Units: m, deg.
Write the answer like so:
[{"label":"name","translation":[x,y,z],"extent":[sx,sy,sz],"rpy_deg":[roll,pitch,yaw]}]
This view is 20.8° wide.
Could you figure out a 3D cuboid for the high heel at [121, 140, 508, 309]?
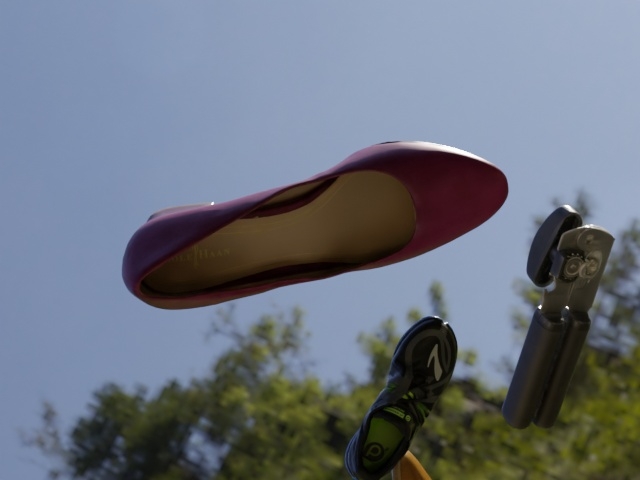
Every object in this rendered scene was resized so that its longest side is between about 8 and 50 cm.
[{"label":"high heel","translation":[0.000,0.000,1.675],"extent":[0.181,0.377,0.127],"rpy_deg":[-90,-15,-72]}]

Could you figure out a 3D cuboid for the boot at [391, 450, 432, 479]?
[{"label":"boot","translation":[0.203,0.325,1.867],"extent":[0.104,0.211,0.295],"rpy_deg":[-78,-28,-63]}]

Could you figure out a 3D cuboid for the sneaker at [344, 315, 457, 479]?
[{"label":"sneaker","translation":[0.087,0.167,1.771],"extent":[0.188,0.067,0.078],"rpy_deg":[-61,6,2]}]

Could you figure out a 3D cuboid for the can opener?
[{"label":"can opener","translation":[0.281,0.094,2.135],"extent":[0.076,0.095,0.283],"rpy_deg":[1,-60,-26]}]
